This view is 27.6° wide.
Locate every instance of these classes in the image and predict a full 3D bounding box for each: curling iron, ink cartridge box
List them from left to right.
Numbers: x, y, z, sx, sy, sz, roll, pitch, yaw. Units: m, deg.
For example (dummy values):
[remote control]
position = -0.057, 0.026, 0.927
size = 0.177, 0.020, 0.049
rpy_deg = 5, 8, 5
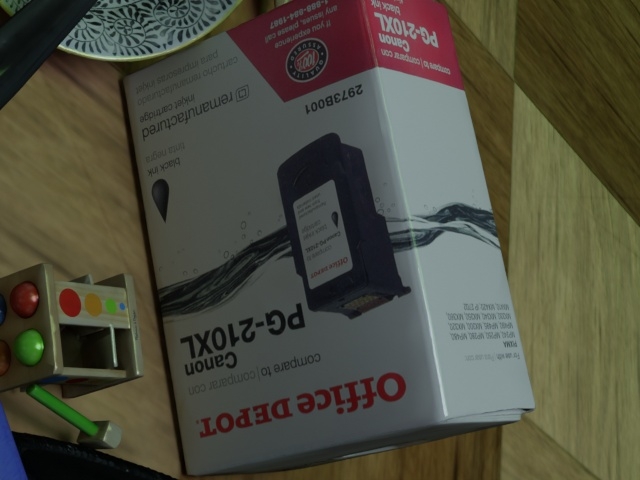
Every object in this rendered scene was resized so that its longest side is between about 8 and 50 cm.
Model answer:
[curling iron]
position = -0.165, -0.062, 0.580
size = 0.035, 0.068, 0.274
rpy_deg = 35, 49, 6
[ink cartridge box]
position = 0.000, 0.000, 0.719
size = 0.100, 0.172, 0.237
rpy_deg = 5, 70, -55

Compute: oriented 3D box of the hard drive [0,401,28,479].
[hard drive]
position = -0.157, 0.166, 0.342
size = 0.210, 0.040, 0.318
rpy_deg = -20, 113, -18

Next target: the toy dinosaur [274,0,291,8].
[toy dinosaur]
position = -0.031, -0.200, 0.882
size = 0.092, 0.053, 0.183
rpy_deg = 29, 52, -48

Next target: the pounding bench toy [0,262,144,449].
[pounding bench toy]
position = -0.125, 0.059, 0.617
size = 0.065, 0.052, 0.083
rpy_deg = 10, 66, -53

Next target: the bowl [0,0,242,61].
[bowl]
position = -0.115, -0.188, 0.702
size = 0.170, 0.170, 0.080
rpy_deg = 46, -3, -33

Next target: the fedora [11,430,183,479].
[fedora]
position = -0.040, 0.206, 0.540
size = 0.334, 0.334, 0.152
rpy_deg = 32, 83, -44
